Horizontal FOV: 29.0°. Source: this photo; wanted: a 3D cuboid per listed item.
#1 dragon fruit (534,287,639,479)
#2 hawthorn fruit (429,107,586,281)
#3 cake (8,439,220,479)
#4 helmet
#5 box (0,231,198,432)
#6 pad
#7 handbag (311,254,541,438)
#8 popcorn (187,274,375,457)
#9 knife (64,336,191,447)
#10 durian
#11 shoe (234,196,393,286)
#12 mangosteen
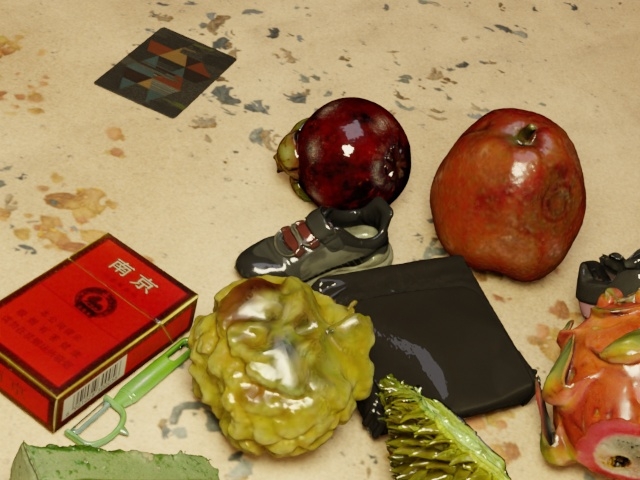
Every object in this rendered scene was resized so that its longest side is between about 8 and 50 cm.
[{"bbox_3d":[0.368,0.169,1.463,0.224,0.224,0.227,14,40,-2],"label":"dragon fruit"},{"bbox_3d":[0.262,-0.074,1.671,0.224,0.260,0.224,5,46,-5],"label":"hawthorn fruit"},{"bbox_3d":[-0.211,0.276,1.292,0.235,0.099,0.100,10,34,-40],"label":"cake"},{"bbox_3d":[0.459,0.084,1.639,0.253,0.154,0.198,5,2,-27],"label":"helmet"},{"bbox_3d":[-0.276,0.100,1.440,0.153,0.074,0.240,30,41,22],"label":"box"},{"bbox_3d":[-0.237,-0.264,1.922,0.143,0.003,0.211,25,40,10],"label":"pad"},{"bbox_3d":[0.121,0.132,1.534,0.247,0.080,0.223,-9,55,-28],"label":"handbag"},{"bbox_3d":[-0.045,0.140,1.399,0.189,0.169,0.218,-18,61,-26],"label":"popcorn"},{"bbox_3d":[-0.203,0.174,1.422,0.054,0.015,0.212,31,42,17],"label":"knife"},{"bbox_3d":[0.193,0.274,1.305,0.198,0.163,0.394,-17,50,-39],"label":"durian"},{"bbox_3d":[0.000,0.000,1.613,0.228,0.112,0.099,-8,47,-28],"label":"shoe"},{"bbox_3d":[0.026,-0.114,1.723,0.200,0.199,0.200,9,41,-8],"label":"mangosteen"}]
